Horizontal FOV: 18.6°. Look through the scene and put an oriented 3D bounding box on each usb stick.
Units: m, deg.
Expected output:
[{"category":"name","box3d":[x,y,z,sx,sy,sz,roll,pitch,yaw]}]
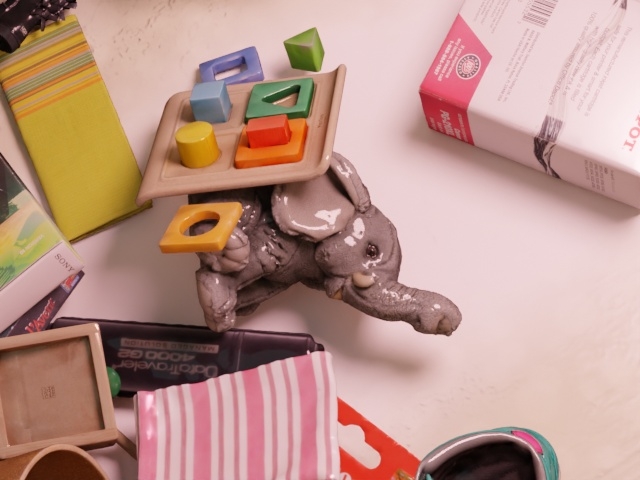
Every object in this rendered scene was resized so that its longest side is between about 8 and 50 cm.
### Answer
[{"category":"usb stick","box3d":[-0.135,0.119,1.881,0.278,0.045,0.077,4,77,10]}]

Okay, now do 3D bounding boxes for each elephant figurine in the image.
[{"category":"elephant figurine","box3d":[0.000,0.000,1.858,0.239,0.169,0.186,-9,103,1]}]

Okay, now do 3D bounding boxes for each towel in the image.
[{"category":"towel","box3d":[-0.256,-0.115,2.002,0.102,0.021,0.237,-25,68,3]},{"category":"towel","box3d":[-0.078,0.181,1.786,0.197,0.029,0.144,-14,51,11]}]

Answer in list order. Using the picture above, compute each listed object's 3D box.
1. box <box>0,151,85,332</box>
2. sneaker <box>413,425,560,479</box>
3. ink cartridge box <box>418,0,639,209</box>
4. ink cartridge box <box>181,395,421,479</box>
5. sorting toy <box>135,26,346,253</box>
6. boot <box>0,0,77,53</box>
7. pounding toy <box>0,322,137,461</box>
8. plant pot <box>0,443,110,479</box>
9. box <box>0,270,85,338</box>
[{"category":"box","box3d":[-0.403,-0.013,1.918,0.232,0.058,0.322,-40,56,-3]},{"category":"sneaker","box3d":[0.116,0.282,1.708,0.124,0.178,0.295,28,76,17]},{"category":"ink cartridge box","box3d":[0.241,-0.156,1.895,0.237,0.100,0.172,23,75,17]},{"category":"ink cartridge box","box3d":[-0.034,0.255,1.786,0.189,0.066,0.232,36,95,19]},{"category":"sorting toy","box3d":[-0.077,-0.110,1.854,0.196,0.047,0.347,-10,34,14]},{"category":"boot","box3d":[-0.321,-0.246,2.044,0.121,0.045,0.099,24,59,40]},{"category":"pounding toy","box3d":[-0.238,0.153,1.824,0.141,0.100,0.130,-9,80,-11]},{"category":"plant pot","box3d":[-0.330,0.318,1.755,0.254,0.237,0.237,-11,68,20]},{"category":"box","box3d":[-0.360,0.086,1.907,0.159,0.044,0.233,27,76,32]}]
